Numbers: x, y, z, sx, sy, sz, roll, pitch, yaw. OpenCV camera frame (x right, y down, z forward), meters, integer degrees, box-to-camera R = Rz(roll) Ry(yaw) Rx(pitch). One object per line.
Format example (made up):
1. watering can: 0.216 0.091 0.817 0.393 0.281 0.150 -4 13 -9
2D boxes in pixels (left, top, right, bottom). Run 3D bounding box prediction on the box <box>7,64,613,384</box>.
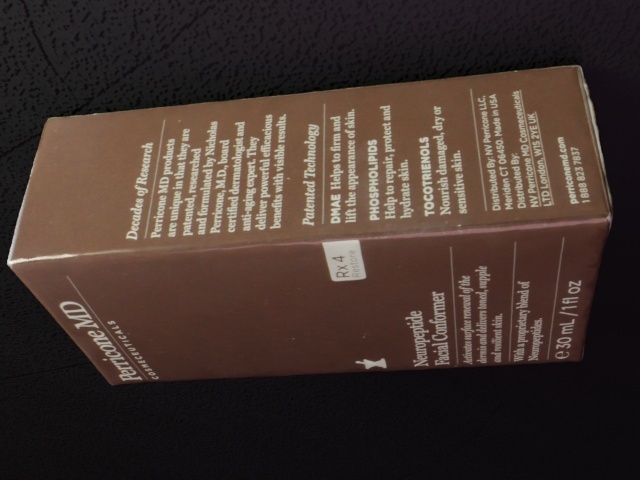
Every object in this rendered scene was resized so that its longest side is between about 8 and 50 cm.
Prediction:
1. box: 0.000 0.000 0.602 0.382 0.143 0.191 -4 145 10
